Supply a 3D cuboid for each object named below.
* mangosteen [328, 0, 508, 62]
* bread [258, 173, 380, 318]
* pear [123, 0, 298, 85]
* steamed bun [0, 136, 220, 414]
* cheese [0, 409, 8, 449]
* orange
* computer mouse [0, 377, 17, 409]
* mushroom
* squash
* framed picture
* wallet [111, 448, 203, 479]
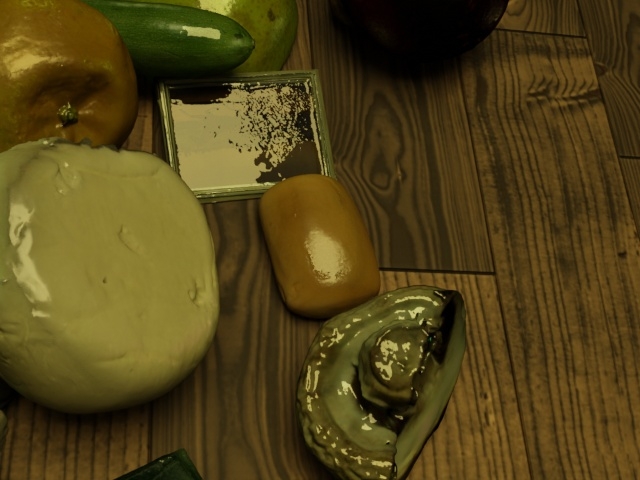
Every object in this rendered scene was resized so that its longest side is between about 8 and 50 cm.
[{"bbox_3d":[0.148,-0.413,1.626,0.297,0.293,0.297,42,28,-29],"label":"mangosteen"},{"bbox_3d":[0.000,0.000,1.433,0.147,0.098,0.217,-10,64,-23],"label":"bread"},{"bbox_3d":[-0.176,-0.325,1.574,0.288,0.139,0.239,11,68,-8],"label":"pear"},{"bbox_3d":[-0.289,0.055,1.227,0.334,0.233,0.312,14,62,-48],"label":"steamed bun"},{"bbox_3d":[-0.513,0.202,1.077,0.332,0.292,0.153,14,56,6],"label":"cheese"},{"bbox_3d":[-0.372,-0.191,1.351,0.279,0.279,0.235,-24,46,-25],"label":"orange"},{"bbox_3d":[-0.461,0.095,1.251,0.137,0.086,0.270,-23,67,-42],"label":"computer mouse"},{"bbox_3d":[0.070,0.175,1.299,0.164,0.189,0.267,15,82,20],"label":"mushroom"},{"bbox_3d":[-0.289,-0.293,1.491,0.395,0.107,0.107,8,56,14],"label":"squash"},{"bbox_3d":[-0.106,-0.156,1.514,0.252,0.014,0.197,-6,79,-17],"label":"framed picture"},{"bbox_3d":[-0.229,0.352,1.191,0.236,0.055,0.160,-22,60,-23],"label":"wallet"}]
